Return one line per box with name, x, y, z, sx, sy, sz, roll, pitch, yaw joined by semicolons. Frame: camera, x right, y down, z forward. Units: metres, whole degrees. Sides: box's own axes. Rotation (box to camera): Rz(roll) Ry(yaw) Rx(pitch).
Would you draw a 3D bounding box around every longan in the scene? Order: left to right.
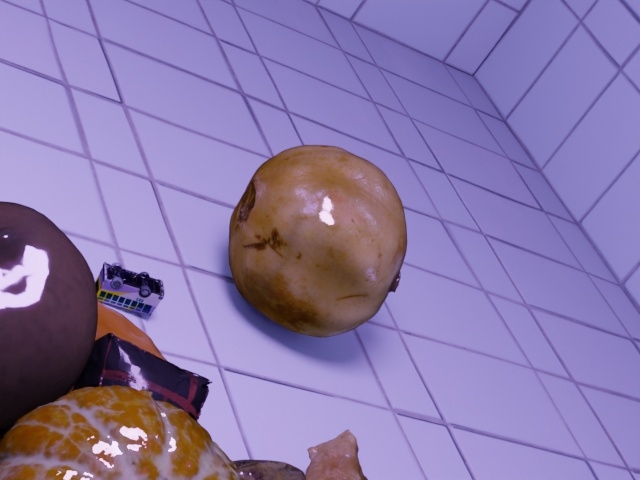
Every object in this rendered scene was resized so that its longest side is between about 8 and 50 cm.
longan;-0.421;0.095;1.688;0.297;0.297;0.297;29;26;-15

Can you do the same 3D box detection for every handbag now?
handbag;-0.244;0.249;1.767;0.169;0.155;0.215;28;62;-27

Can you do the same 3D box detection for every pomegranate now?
pomegranate;0.000;0.000;2.357;0.332;0.332;0.332;29;26;-15

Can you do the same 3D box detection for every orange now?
orange;-0.240;0.330;1.531;0.329;0.249;0.329;11;65;-26

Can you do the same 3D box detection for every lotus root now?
lotus root;-0.096;0.347;1.903;0.179;0.089;0.081;5;79;-33

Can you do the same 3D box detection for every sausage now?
sausage;-0.326;0.151;1.914;0.241;0.120;0.136;37;26;1

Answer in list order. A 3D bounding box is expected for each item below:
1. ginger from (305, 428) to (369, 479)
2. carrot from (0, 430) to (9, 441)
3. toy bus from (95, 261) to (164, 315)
ginger;0.033;0.433;1.908;0.363;0.122;0.348;-14;40;-42
carrot;-0.406;0.295;1.637;0.069;0.069;0.229;34;24;-6
toy bus;-0.303;0.079;2.148;0.102;0.058;0.052;19;30;-22
